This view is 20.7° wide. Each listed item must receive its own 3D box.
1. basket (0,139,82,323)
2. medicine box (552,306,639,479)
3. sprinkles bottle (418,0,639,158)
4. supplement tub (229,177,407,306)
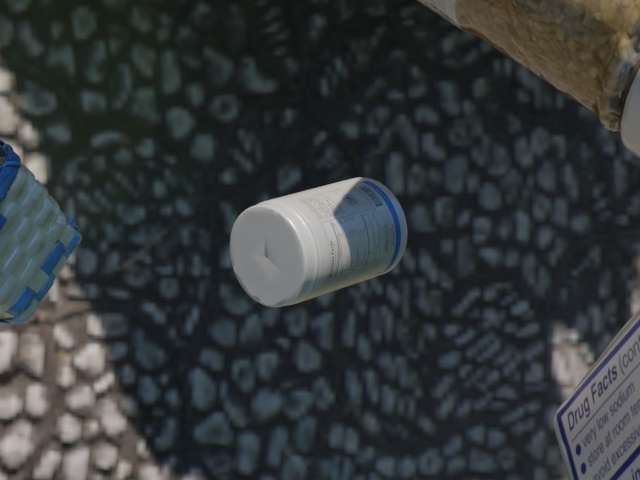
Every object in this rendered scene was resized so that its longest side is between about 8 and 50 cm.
[{"bbox_3d":[-0.427,-0.035,1.927,0.289,0.255,0.201,44,67,-27],"label":"basket"},{"bbox_3d":[0.250,0.147,0.576,0.263,0.149,0.289,8,50,-22],"label":"medicine box"},{"bbox_3d":[0.055,-0.158,0.725,0.121,0.355,0.121,-45,159,-23],"label":"sprinkles bottle"},{"bbox_3d":[0.000,0.000,1.157,0.107,0.071,0.071,-17,102,-46],"label":"supplement tub"}]
